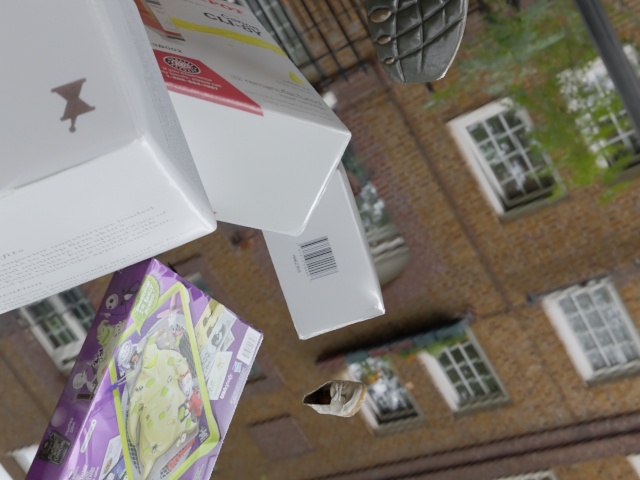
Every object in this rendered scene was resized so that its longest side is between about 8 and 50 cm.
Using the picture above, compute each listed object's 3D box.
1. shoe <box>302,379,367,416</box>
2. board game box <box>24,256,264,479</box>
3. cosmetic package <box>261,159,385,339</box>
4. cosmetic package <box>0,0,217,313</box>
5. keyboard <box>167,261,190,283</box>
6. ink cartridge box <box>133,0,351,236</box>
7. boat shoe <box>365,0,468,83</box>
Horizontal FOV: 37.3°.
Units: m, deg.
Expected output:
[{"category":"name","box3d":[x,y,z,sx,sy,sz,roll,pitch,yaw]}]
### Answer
[{"category":"shoe","box3d":[0.030,0.353,2.115,0.219,0.058,0.077,-27,-134,58]},{"category":"board game box","box3d":[-0.181,0.210,0.916,0.056,0.208,0.347,11,-109,30]},{"category":"cosmetic package","box3d":[0.000,0.000,1.450,0.138,0.224,0.225,-18,-169,3]},{"category":"cosmetic package","box3d":[-0.157,-0.063,0.462,0.151,0.152,0.184,-21,169,-2]},{"category":"keyboard","box3d":[-0.287,0.119,1.910,0.038,0.192,0.100,9,116,-53]},{"category":"ink cartridge box","box3d":[-0.175,-0.195,1.223,0.160,0.279,0.385,-63,-144,24]},{"category":"boat shoe","box3d":[0.120,-0.354,1.130,0.122,0.324,0.120,2,-163,14]}]
